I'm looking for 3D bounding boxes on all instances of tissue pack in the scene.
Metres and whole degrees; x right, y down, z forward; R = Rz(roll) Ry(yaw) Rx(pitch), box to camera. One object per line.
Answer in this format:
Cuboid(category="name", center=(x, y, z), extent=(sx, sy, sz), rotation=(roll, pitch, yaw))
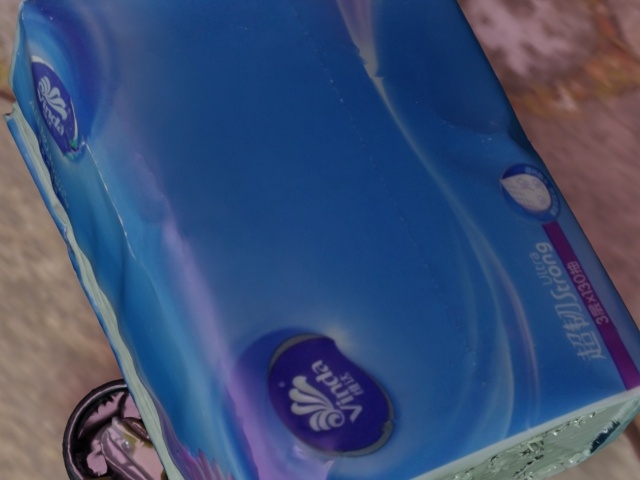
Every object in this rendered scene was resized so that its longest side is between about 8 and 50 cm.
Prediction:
Cuboid(category="tissue pack", center=(0.000, 0.000, 0.818), extent=(0.198, 0.146, 0.263), rotation=(-19, 72, -20))

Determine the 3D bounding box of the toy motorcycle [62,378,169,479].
Cuboid(category="toy motorcycle", center=(-0.049, 0.175, 0.857), extent=(0.225, 0.073, 0.152), rotation=(33, 80, 10))
